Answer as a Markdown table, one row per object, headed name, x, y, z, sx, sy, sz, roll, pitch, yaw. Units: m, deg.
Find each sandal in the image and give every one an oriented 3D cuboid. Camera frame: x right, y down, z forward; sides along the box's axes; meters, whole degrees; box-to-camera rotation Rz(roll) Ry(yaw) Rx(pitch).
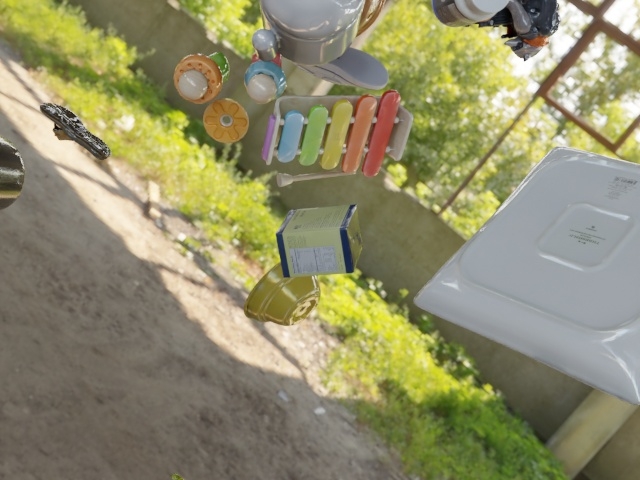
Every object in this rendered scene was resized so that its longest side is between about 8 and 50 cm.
| name | x | y | z | sx | sy | sz | roll | pitch | yaw |
| --- | --- | --- | --- | --- | --- | --- | --- | --- | --- |
| sandal | -0.594 | -0.254 | 1.976 | 0.219 | 0.060 | 0.090 | 40 | 18 | 7 |

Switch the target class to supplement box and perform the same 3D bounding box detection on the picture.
| name | x | y | z | sx | sy | sz | roll | pitch | yaw |
| --- | --- | --- | --- | --- | --- | --- | --- | --- | --- |
| supplement box | 0.000 | 0.000 | 0.964 | 0.083 | 0.083 | 0.056 | -64 | 147 | -66 |

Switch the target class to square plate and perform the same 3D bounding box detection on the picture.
| name | x | y | z | sx | sy | sz | roll | pitch | yaw |
| --- | --- | --- | --- | --- | --- | --- | --- | --- | --- |
| square plate | 0.337 | 0.007 | 1.047 | 0.347 | 0.344 | 0.049 | 23 | -29 | 47 |

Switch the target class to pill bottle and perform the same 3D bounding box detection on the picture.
| name | x | y | z | sx | sy | sz | roll | pitch | yaw |
| --- | --- | --- | --- | --- | --- | --- | --- | --- | --- |
| pill bottle | 0.221 | -0.357 | 1.208 | 0.078 | 0.078 | 0.137 | 37 | -2 | -15 |

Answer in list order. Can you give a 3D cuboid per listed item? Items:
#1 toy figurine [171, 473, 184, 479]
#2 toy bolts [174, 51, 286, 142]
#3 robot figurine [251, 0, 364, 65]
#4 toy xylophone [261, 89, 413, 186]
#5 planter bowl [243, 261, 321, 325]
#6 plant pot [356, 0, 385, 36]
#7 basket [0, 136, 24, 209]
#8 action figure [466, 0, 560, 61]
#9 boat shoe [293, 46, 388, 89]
| name | x | y | z | sx | sy | sz | roll | pitch | yaw |
| --- | --- | --- | --- | --- | --- | --- | --- | --- | --- |
| toy figurine | 0.017 | 0.354 | 0.941 | 0.191 | 0.217 | 0.363 | 30 | -33 | 55 |
| toy bolts | -0.178 | -0.297 | 1.731 | 0.158 | 0.228 | 0.218 | -81 | 159 | -63 |
| robot figurine | -0.018 | -0.458 | 1.576 | 0.199 | 0.300 | 0.353 | 41 | -5 | 1 |
| toy xylophone | 0.026 | -0.201 | 1.688 | 0.322 | 0.236 | 0.081 | -11 | 44 | -19 |
| planter bowl | -0.065 | 0.131 | 1.906 | 0.090 | 0.217 | 0.217 | 45 | 9 | 23 |
| plant pot | 0.014 | -0.573 | 1.864 | 0.290 | 0.291 | 0.203 | 37 | 21 | -15 |
| basket | -0.579 | -0.106 | 1.274 | 0.154 | 0.204 | 0.227 | 49 | 17 | 9 |
| action figure | 0.493 | -0.593 | 2.022 | 0.178 | 0.341 | 0.330 | 46 | -31 | 49 |
| boat shoe | 0.048 | -0.440 | 2.098 | 0.258 | 0.095 | 0.084 | 25 | -23 | 4 |
